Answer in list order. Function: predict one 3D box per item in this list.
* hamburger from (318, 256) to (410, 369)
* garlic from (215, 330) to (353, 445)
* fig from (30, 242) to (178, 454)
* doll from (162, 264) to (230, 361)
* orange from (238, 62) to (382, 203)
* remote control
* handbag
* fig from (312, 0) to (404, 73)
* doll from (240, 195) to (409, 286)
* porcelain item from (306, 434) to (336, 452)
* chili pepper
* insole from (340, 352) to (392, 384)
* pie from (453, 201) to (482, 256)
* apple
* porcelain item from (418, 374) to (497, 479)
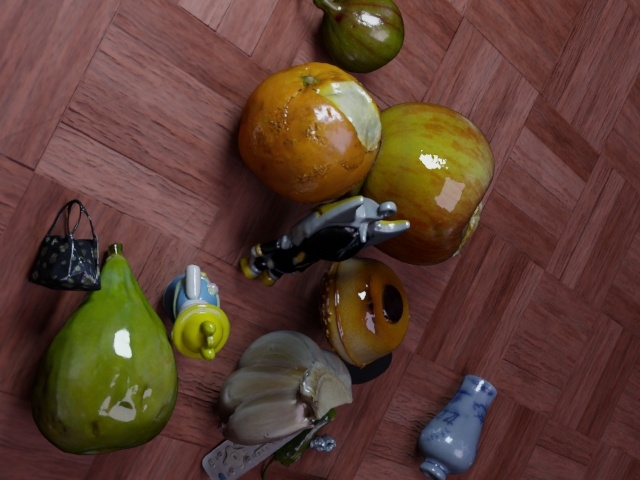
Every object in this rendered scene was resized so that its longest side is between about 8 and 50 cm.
[{"bbox_3d":[0.078,0.136,1.691,0.237,0.147,0.237,29,55,-51],"label":"hamburger"},{"bbox_3d":[-0.064,0.287,1.604,0.210,0.292,0.237,45,51,-29],"label":"garlic"},{"bbox_3d":[-0.348,0.183,1.342,0.233,0.233,0.314,-22,100,-34],"label":"fig"},{"bbox_3d":[-0.204,0.123,1.419,0.099,0.241,0.135,32,96,-24],"label":"doll"},{"bbox_3d":[-0.015,-0.181,1.459,0.240,0.240,0.240,-15,115,-36],"label":"orange"},{"bbox_3d":[-0.123,0.394,1.693,0.229,0.073,0.044,-33,161,-23],"label":"remote control"},{"bbox_3d":[-0.383,0.006,1.313,0.072,0.115,0.139,9,82,-42],"label":"handbag"},{"bbox_3d":[0.064,-0.381,1.518,0.186,0.142,0.148,24,62,-56],"label":"fig"},{"bbox_3d":[0.003,0.001,1.518,0.145,0.316,0.103,44,34,-28],"label":"doll"},{"bbox_3d":[0.000,0.430,1.834,0.083,0.028,0.036,13,94,-44],"label":"porcelain item"},{"bbox_3d":[-0.052,0.404,1.752,0.204,0.072,0.073,-45,113,-12],"label":"chili pepper"},{"bbox_3d":[0.068,0.275,1.855,0.232,0.003,0.080,-6,109,-39],"label":"insole"},{"bbox_3d":[0.246,-0.054,1.833,0.205,0.084,0.179,21,88,-36],"label":"pie"},{"bbox_3d":[0.174,-0.113,1.628,0.301,0.301,0.301,-15,115,-36],"label":"apple"},{"bbox_3d":[0.323,0.446,2.053,0.259,0.141,0.141,-56,132,-20],"label":"porcelain item"}]
